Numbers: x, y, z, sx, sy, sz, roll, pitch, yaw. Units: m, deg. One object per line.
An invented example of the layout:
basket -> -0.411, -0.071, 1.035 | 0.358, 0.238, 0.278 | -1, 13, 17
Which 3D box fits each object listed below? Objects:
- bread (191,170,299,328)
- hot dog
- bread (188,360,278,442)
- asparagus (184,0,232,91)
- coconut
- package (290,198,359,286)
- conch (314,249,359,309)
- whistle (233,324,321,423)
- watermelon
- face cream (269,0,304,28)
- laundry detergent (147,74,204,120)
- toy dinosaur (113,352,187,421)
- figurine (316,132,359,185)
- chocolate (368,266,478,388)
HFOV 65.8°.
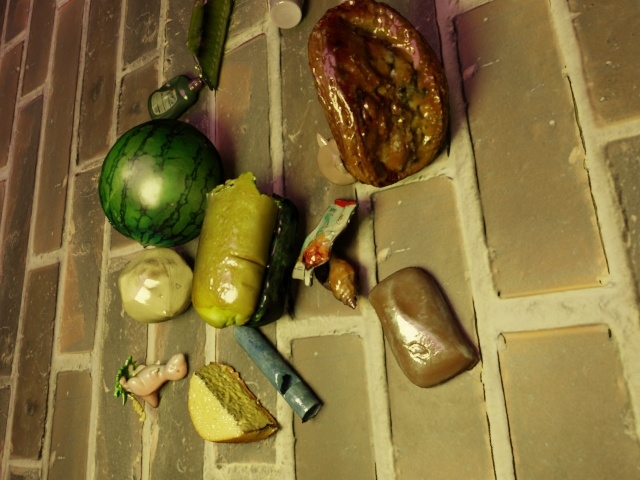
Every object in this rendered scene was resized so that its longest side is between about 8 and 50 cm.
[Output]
bread -> -0.196, 0.031, 1.222 | 0.251, 0.208, 0.376 | -6, 70, 40
hot dog -> 0.120, -0.305, 1.034 | 0.174, 0.267, 0.387 | 19, 133, 65
bread -> -0.234, 0.424, 1.215 | 0.260, 0.129, 0.134 | 33, 104, 35
asparagus -> -0.360, -0.663, 1.575 | 0.108, 0.129, 0.381 | 167, 112, -69
coconut -> -0.452, 0.132, 1.387 | 0.224, 0.224, 0.224 | -9, 74, 31
package -> 0.000, 0.000, 1.163 | 0.231, 0.040, 0.166 | -60, 21, -1
conch -> 0.038, 0.079, 1.160 | 0.086, 0.080, 0.233 | -48, 32, 0
whistle -> -0.115, 0.310, 1.206 | 0.304, 0.062, 0.062 | 41, 101, 33
watermelon -> -0.431, -0.152, 1.359 | 0.364, 0.363, 0.362 | -9, 74, 31
face cream -> -0.098, -0.746, 1.451 | 0.154, 0.096, 0.273 | -22, 54, 30
laundry detergent -> -0.468, -0.480, 1.621 | 0.222, 0.078, 0.144 | -28, 61, 25
toy dinosaur -> -0.470, 0.391, 1.402 | 0.177, 0.152, 0.194 | 13, 95, -4
figurine -> 0.053, -0.193, 1.177 | 0.125, 0.138, 0.125 | -10, 68, 26
chocolate -> 0.193, 0.173, 1.026 | 0.161, 0.083, 0.261 | -38, 60, 18
